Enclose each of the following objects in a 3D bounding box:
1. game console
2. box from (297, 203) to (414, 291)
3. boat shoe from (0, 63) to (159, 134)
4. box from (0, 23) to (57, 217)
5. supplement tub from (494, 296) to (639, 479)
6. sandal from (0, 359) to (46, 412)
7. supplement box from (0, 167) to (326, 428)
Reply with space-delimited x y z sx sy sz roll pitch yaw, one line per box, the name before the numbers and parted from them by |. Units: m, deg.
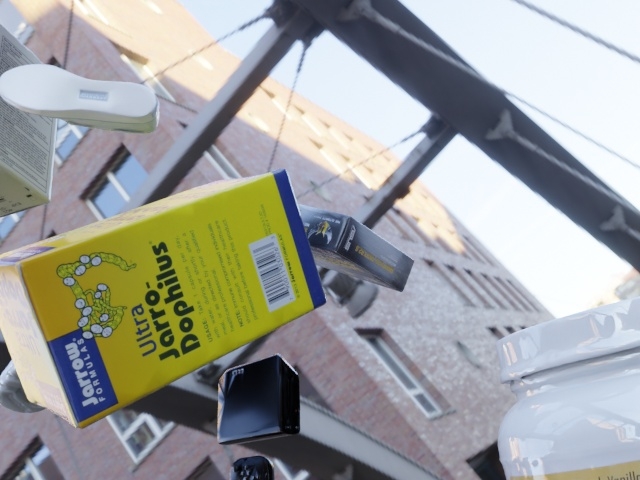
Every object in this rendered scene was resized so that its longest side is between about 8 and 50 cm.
game console | -0.107 0.381 1.235 0.044 0.361 0.213 12 -25 -35
box | 0.000 0.000 1.121 0.183 0.231 0.056 32 -102 -48
boat shoe | -0.281 -0.161 0.870 0.184 0.066 0.063 3 -26 -6
box | -0.477 -0.167 1.059 0.126 0.232 0.148 -15 -30 15
supplement tub | 0.253 0.202 0.503 0.228 0.316 0.228 -11 -16 -3
sandal | -0.492 0.177 1.456 0.416 0.102 0.169 -40 -48 8
supplement box | -0.204 0.056 0.933 0.356 0.195 0.194 -24 13 -35
